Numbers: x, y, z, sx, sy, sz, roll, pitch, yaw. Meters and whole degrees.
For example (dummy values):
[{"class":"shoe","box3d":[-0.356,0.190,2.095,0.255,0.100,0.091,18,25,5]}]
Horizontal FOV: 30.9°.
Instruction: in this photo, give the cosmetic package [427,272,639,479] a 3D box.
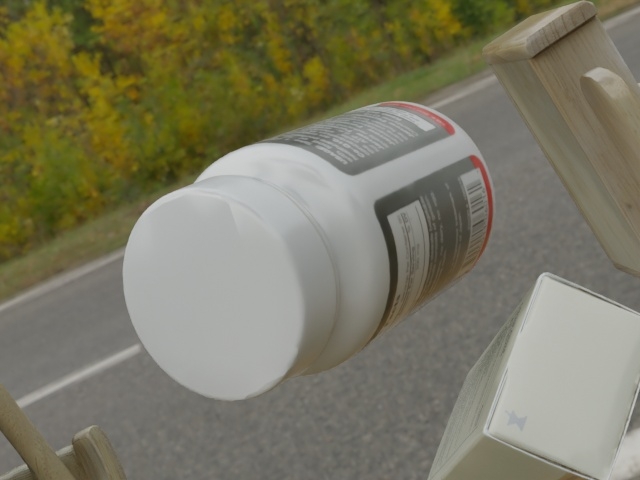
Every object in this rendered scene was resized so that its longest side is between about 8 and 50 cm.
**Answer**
[{"class":"cosmetic package","box3d":[0.072,0.062,0.402,0.115,0.041,0.060,102,-168,-69]}]

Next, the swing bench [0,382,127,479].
[{"class":"swing bench","box3d":[-0.286,0.192,0.778,0.253,0.254,0.165,-26,33,29]}]

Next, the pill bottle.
[{"class":"pill bottle","box3d":[0.000,0.000,0.817,0.161,0.161,0.283,-17,5,33]}]

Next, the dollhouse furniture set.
[{"class":"dollhouse furniture set","box3d":[0.300,-0.141,0.684,0.356,0.173,0.303,-34,9,1]}]
